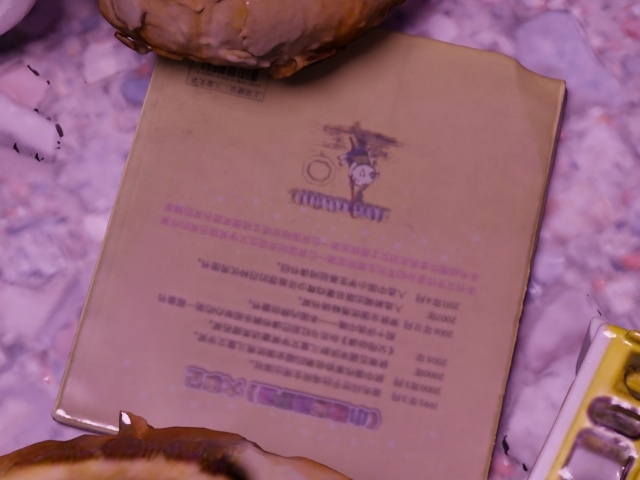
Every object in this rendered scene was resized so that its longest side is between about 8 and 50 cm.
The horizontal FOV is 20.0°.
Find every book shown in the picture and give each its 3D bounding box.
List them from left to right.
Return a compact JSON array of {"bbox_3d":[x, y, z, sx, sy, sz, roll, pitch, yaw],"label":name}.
[{"bbox_3d":[0.000,0.000,0.716,0.168,0.013,0.192,13,69,3],"label":"book"}]

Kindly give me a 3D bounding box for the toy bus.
[{"bbox_3d":[0.083,0.143,0.635,0.074,0.081,0.226,24,73,12],"label":"toy bus"}]

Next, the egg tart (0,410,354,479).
[{"bbox_3d":[-0.073,0.216,0.531,0.345,0.132,0.345,-6,73,19],"label":"egg tart"}]

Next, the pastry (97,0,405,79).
[{"bbox_3d":[-0.029,-0.134,0.720,0.153,0.081,0.153,9,51,-11],"label":"pastry"}]

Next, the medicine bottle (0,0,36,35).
[{"bbox_3d":[-0.185,-0.221,0.713,0.165,0.165,0.273,-3,71,-3],"label":"medicine bottle"}]
